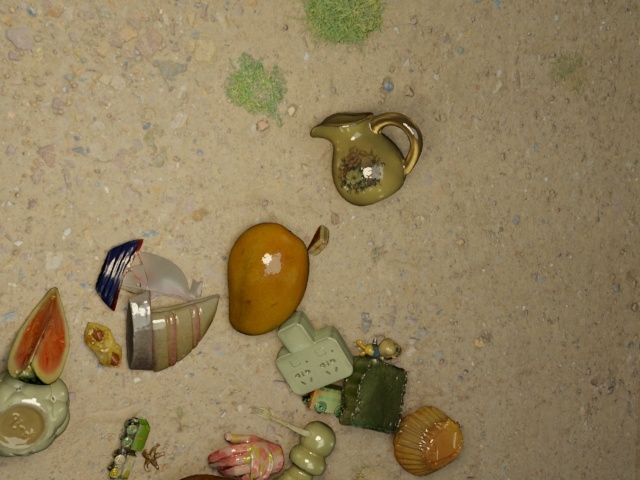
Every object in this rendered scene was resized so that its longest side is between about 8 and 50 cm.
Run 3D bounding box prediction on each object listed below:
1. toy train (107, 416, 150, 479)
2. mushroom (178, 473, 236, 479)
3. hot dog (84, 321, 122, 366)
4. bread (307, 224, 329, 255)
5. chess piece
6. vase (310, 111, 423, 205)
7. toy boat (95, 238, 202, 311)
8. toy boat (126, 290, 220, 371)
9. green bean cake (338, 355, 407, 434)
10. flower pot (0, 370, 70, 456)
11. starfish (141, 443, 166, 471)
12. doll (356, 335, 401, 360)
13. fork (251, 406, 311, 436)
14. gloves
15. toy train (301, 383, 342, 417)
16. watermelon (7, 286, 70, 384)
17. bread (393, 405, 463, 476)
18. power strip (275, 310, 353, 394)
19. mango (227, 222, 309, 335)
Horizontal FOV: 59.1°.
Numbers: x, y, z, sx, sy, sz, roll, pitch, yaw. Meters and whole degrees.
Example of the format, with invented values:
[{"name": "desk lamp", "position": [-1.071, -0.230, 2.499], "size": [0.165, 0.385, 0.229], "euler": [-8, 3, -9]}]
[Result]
[{"name": "toy train", "position": [-0.594, 0.647, 1.752], "size": [0.081, 0.060, 0.202], "euler": [21, 91, -30]}, {"name": "mushroom", "position": [-0.369, 0.897, 1.801], "size": [0.345, 0.239, 0.345], "euler": [3, 107, 10]}, {"name": "hot dog", "position": [-0.642, 0.315, 1.681], "size": [0.078, 0.061, 0.169], "euler": [-35, 109, -16]}, {"name": "bread", "position": [0.000, 0.000, 1.905], "size": [0.043, 0.062, 0.109], "euler": [29, 83, -23]}, {"name": "chess piece", "position": [-0.055, 0.785, 1.945], "size": [0.182, 0.182, 0.330], "euler": [33, 79, -23]}, {"name": "vase", "position": [0.168, -0.290, 1.804], "size": [0.302, 0.329, 0.241], "euler": [64, 30, -14]}, {"name": "toy boat", "position": [-0.512, 0.101, 1.705], "size": [0.318, 0.072, 0.219], "euler": [-5, 103, -25]}, {"name": "toy boat", "position": [-0.467, 0.288, 1.725], "size": [0.294, 0.111, 0.276], "euler": [12, 104, -35]}, {"name": "green bean cake", "position": [0.179, 0.539, 1.970], "size": [0.255, 0.132, 0.241], "euler": [25, 72, -42]}, {"name": "flower pot", "position": [-0.819, 0.472, 1.558], "size": [0.246, 0.195, 0.246], "euler": [-4, 100, -23]}, {"name": "starfish", "position": [-0.534, 0.689, 1.800], "size": [0.078, 0.028, 0.091], "euler": [26, 85, -29]}, {"name": "doll", "position": [0.220, 0.393, 2.044], "size": [0.179, 0.102, 0.089], "euler": [8, 138, -27]}, {"name": "fork", "position": [-0.130, 0.613, 1.917], "size": [0.220, 0.028, 0.034], "euler": [21, 81, 5]}, {"name": "gloves", "position": [-0.248, 0.718, 1.866], "size": [0.241, 0.126, 0.145], "euler": [11, 81, -34]}, {"name": "toy train", "position": [0.027, 0.560, 1.990], "size": [0.188, 0.072, 0.099], "euler": [19, 90, -24]}, {"name": "watermelon", "position": [-0.782, 0.286, 1.543], "size": [0.129, 0.303, 0.159], "euler": [-6, 128, -5]}, {"name": "bread", "position": [0.409, 0.767, 2.141], "size": [0.274, 0.149, 0.274], "euler": [-1, 92, -25]}, {"name": "power strip", "position": [-0.040, 0.358, 1.899], "size": [0.230, 0.141, 0.261], "euler": [-26, 107, 13]}, {"name": "mango", "position": [-0.170, 0.126, 1.773], "size": [0.264, 0.221, 0.378], "euler": [11, 104, -28]}]
